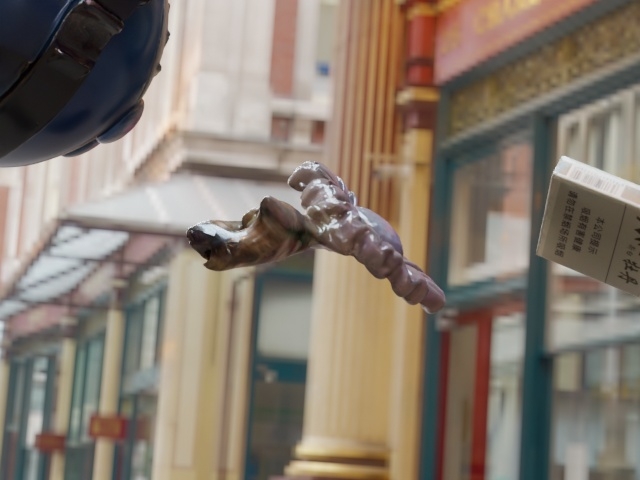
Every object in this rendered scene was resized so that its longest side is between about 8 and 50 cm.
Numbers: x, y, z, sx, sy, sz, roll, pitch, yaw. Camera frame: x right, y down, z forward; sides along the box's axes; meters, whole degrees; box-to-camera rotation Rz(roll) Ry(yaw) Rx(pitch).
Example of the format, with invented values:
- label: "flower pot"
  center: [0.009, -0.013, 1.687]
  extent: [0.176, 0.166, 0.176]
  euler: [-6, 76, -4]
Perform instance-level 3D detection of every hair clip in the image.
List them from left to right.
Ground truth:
- label: "hair clip"
  center: [0.004, -0.005, 1.422]
  extent: [0.069, 0.173, 0.300]
  euler: [-48, -23, 21]

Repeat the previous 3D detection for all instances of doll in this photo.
- label: "doll"
  center: [-0.214, -0.192, 1.203]
  extent: [0.284, 0.309, 0.240]
  euler: [-11, -30, 42]

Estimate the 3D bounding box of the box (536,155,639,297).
- label: "box"
  center: [0.273, 0.009, 1.362]
  extent: [0.198, 0.029, 0.109]
  euler: [23, -35, 16]
